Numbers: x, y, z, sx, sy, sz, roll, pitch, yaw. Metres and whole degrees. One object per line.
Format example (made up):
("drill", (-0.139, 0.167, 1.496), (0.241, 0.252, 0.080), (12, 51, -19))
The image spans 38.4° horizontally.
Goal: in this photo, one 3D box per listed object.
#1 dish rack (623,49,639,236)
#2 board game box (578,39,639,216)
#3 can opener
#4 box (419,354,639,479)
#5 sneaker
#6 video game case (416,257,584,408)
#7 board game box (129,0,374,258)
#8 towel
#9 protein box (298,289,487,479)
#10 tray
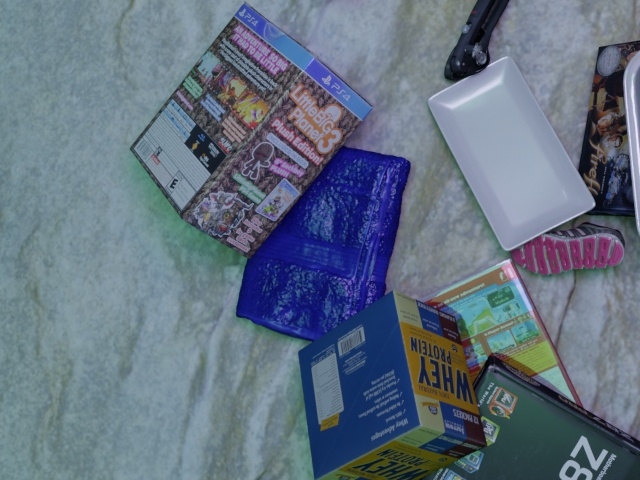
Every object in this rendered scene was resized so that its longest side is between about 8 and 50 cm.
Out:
("dish rack", (0.563, -0.125, 1.150), (0.332, 0.072, 0.286), (-5, 89, 4))
("board game box", (0.439, -0.154, 1.270), (0.042, 0.165, 0.243), (10, 88, -29))
("can opener", (0.238, -0.325, 1.369), (0.073, 0.059, 0.186), (23, 86, 45))
("box", (0.276, 0.409, 1.285), (0.318, 0.097, 0.395), (31, 97, 6))
("sneaker", (0.361, 0.009, 1.327), (0.170, 0.075, 0.063), (-4, 104, 36))
("video game case", (0.250, 0.196, 1.357), (0.204, 0.025, 0.285), (-26, 81, 11))
("board game box", (-0.109, -0.165, 1.359), (0.291, 0.141, 0.232), (-50, 43, 7))
("towel", (0.000, 0.000, 1.406), (0.227, 0.076, 0.308), (12, 90, 14))
("protein box", (0.092, 0.215, 1.267), (0.200, 0.136, 0.201), (-36, 47, 33))
("tray", (0.276, -0.128, 1.351), (0.145, 0.030, 0.270), (-28, 71, 11))
